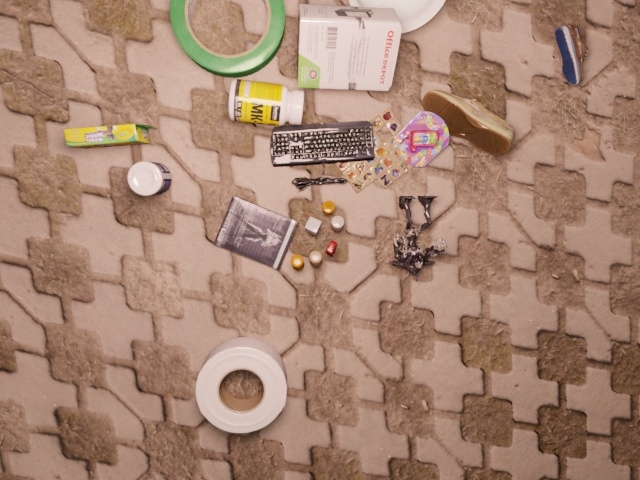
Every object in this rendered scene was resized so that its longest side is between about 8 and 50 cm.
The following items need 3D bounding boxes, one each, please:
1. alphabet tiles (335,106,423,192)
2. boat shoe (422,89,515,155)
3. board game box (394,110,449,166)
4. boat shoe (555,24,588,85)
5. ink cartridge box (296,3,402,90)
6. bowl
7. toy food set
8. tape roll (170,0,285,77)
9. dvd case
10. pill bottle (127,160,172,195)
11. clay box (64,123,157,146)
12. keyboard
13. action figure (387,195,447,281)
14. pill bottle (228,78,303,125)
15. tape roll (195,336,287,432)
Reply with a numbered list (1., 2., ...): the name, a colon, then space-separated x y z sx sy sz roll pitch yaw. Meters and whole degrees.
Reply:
1. alphabet tiles: 0.174 -0.265 1.482 0.237 0.009 0.198 -37 99 2
2. boat shoe: 0.454 -0.376 1.450 0.302 0.109 0.098 31 58 3
3. board game box: 0.312 -0.305 1.448 0.133 0.033 0.168 44 106 -10
4. boat shoe: 0.783 -0.574 1.458 0.066 0.066 0.183 -18 99 -3
5. ink cartridge box: 0.072 -0.540 1.338 0.272 0.115 0.198 0 135 -6
6. bowl: 0.214 -0.751 1.326 0.297 0.134 0.298 1 129 1
7. toy food set: 0.000 0.000 1.479 0.111 0.104 0.232 24 77 6
8. tape roll: -0.261 -0.639 1.360 0.321 0.077 0.321 -1 98 -5
9. dvd case: -0.199 -0.024 1.481 0.221 0.018 0.165 22 95 -7
10. pill bottle: -0.481 -0.178 1.360 0.094 0.169 0.094 -1 97 -4
11. clay box: -0.588 -0.298 1.356 0.222 0.127 0.053 -5 99 -3
12. keyboard: 0.008 -0.257 1.452 0.317 0.033 0.202 -5 98 -1
13. action figure: 0.294 -0.001 1.464 0.164 0.141 0.276 -1 95 -6
14. pill bottle: -0.156 -0.398 1.380 0.208 0.119 0.119 5 98 -5
15. tape roll: -0.245 0.457 1.505 0.286 0.100 0.286 -1 97 -5
